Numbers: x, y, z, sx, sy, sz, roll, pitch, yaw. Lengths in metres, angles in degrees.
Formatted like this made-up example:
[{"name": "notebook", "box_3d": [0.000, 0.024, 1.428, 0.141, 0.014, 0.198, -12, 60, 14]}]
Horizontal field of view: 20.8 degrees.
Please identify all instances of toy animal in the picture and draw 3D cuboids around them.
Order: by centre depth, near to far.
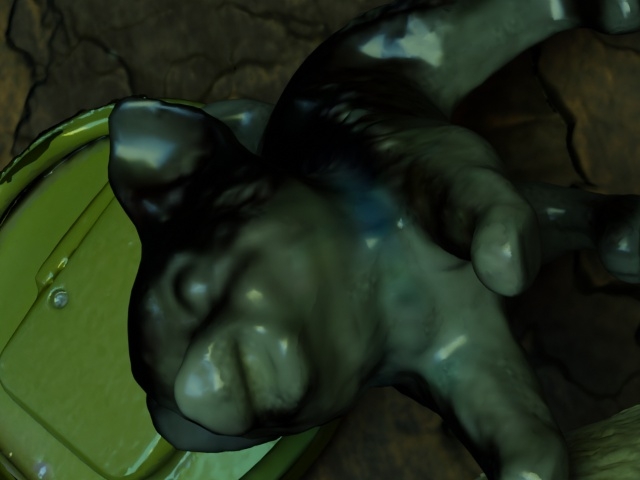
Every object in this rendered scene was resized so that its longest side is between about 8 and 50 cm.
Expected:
[{"name": "toy animal", "box_3d": [0.000, 0.000, 0.882, 0.302, 0.344, 0.194, -2, 115, 23]}]

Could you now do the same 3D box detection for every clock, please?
[{"name": "clock", "box_3d": [-0.107, 0.055, 1.095, 0.277, 0.071, 0.293, 44, 95, 21]}]

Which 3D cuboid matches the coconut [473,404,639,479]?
[{"name": "coconut", "box_3d": [0.149, 0.234, 0.829, 0.254, 0.297, 0.297, -23, 77, 23]}]
